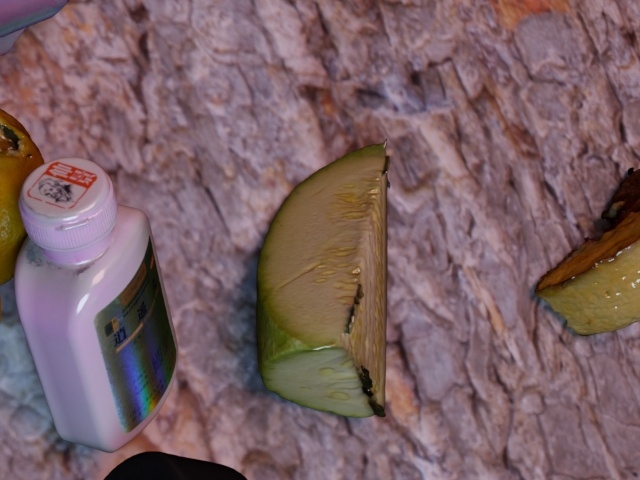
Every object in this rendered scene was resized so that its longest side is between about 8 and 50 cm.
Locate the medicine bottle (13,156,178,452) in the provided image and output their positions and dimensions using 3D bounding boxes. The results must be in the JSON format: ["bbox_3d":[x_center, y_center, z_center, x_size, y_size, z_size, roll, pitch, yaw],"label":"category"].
[{"bbox_3d":[-0.157,0.040,1.218,0.078,0.219,0.115,15,50,20],"label":"medicine bottle"}]

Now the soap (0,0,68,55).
[{"bbox_3d":[-0.277,-0.233,1.309,0.324,0.109,0.193,-30,92,-40],"label":"soap"}]

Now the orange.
[{"bbox_3d":[-0.259,-0.036,1.215,0.154,0.134,0.155,28,35,-22],"label":"orange"}]

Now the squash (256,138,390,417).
[{"bbox_3d":[0.000,0.000,1.411,0.169,0.093,0.252,63,26,-63],"label":"squash"}]

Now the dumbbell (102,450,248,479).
[{"bbox_3d":[-0.206,0.216,1.105,0.322,0.203,0.204,16,62,-30],"label":"dumbbell"}]

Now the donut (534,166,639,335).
[{"bbox_3d":[0.303,0.007,1.622,0.217,0.141,0.085,-42,104,-35],"label":"donut"}]
